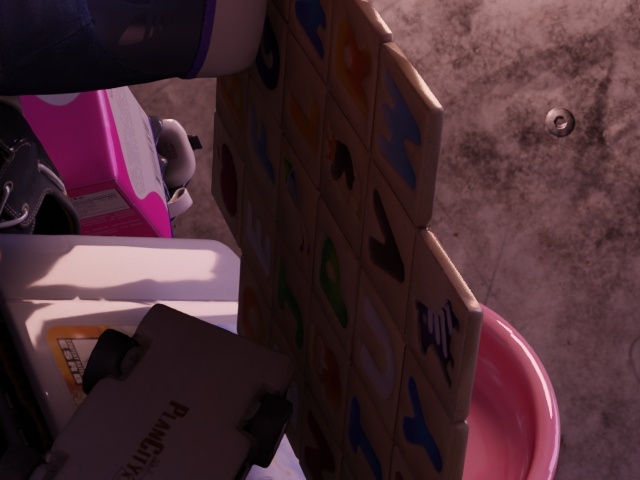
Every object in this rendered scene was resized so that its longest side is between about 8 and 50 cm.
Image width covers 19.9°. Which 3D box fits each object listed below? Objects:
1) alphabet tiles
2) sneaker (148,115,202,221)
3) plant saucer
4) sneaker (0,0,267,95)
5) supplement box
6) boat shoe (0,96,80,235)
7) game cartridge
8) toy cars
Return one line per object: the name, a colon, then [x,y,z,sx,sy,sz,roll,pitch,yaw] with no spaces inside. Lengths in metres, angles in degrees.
alphabet tiles: [0.000,0.000,0.874,0.342,0.011,0.285,-119,-154,-49]
sneaker: [-0.190,-0.078,1.729,0.094,0.153,0.235,64,-2,-38]
plant saucer: [0.042,0.183,1.594,0.084,0.332,0.332,82,-16,-49]
sneaker: [-0.179,-0.143,0.954,0.323,0.236,0.130,-148,-122,-68]
supplement box: [-0.182,-0.055,1.286,0.220,0.114,0.111,73,5,-76]
boat shoe: [-0.190,-0.031,1.047,0.079,0.084,0.233,61,1,12]
game cartridge: [-0.070,0.115,0.994,0.062,0.198,0.297,-57,-131,38]
toy cars: [-0.048,0.185,0.783,0.394,0.176,0.087,-118,-145,-43]
